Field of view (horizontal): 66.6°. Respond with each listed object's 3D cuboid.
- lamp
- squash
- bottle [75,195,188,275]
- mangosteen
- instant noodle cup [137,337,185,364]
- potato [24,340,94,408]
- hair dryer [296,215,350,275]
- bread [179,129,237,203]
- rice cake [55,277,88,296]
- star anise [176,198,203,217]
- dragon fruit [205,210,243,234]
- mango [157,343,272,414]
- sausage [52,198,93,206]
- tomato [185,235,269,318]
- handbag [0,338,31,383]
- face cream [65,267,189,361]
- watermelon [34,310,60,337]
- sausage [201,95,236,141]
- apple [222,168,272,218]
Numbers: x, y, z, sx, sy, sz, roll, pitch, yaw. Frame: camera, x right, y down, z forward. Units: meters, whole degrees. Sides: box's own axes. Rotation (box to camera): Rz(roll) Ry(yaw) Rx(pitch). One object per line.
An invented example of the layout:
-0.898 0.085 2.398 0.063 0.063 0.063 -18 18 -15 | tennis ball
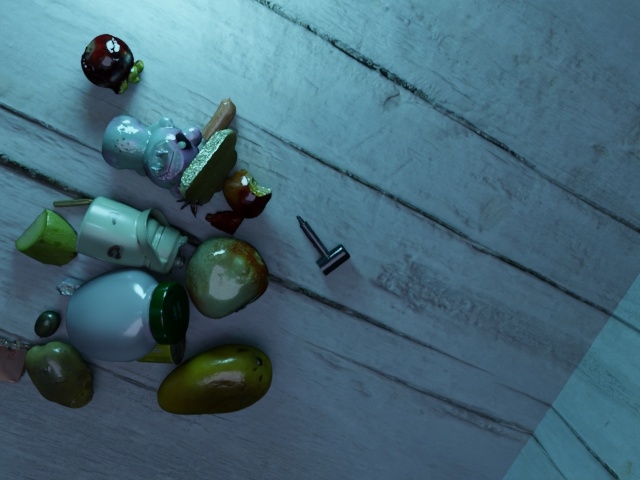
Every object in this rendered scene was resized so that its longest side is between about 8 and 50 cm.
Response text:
-0.551 -0.290 1.595 0.300 0.247 0.248 18 100 -6 | lamp
-0.948 0.013 1.697 0.184 0.085 0.192 42 97 -16 | squash
-0.626 -0.005 1.674 0.351 0.229 0.229 21 102 -14 | bottle
-0.660 -0.555 1.551 0.180 0.166 0.166 30 100 -40 | mangosteen
-0.599 0.367 1.800 0.152 0.205 0.205 -5 107 0 | instant noodle cup
-0.959 0.503 1.808 0.191 0.141 0.296 -30 110 2 | potato
0.000 0.000 1.855 0.128 0.070 0.256 -34 103 1 | hair dryer
-0.371 -0.235 1.652 0.056 0.207 0.287 29 69 14 | bread
-0.768 0.191 1.782 0.364 0.073 0.056 10 101 -11 | rice cake
-0.471 -0.161 1.739 0.129 0.056 0.124 32 74 -12 | star anise
-0.351 -0.075 1.775 0.131 0.063 0.097 24 101 -14 | dragon fruit
-0.403 0.541 1.855 0.444 0.221 0.302 -17 136 1 | mango
-0.863 -0.131 1.701 0.132 0.024 0.024 -5 106 -6 | sausage
-0.332 0.136 1.746 0.302 0.239 0.304 -3 103 -11 | tomato
-1.196 0.430 1.791 0.212 0.059 0.158 17 103 -15 | handbag
-0.648 0.248 1.638 0.356 0.219 0.313 -3 74 9 | face cream
-0.998 0.307 1.778 0.078 0.078 0.111 30 100 -16 | watermelon
-0.346 -0.415 1.681 0.065 0.065 0.169 35 98 -16 | sausage
-0.266 -0.162 1.719 0.158 0.156 0.147 36 94 5 | apple
